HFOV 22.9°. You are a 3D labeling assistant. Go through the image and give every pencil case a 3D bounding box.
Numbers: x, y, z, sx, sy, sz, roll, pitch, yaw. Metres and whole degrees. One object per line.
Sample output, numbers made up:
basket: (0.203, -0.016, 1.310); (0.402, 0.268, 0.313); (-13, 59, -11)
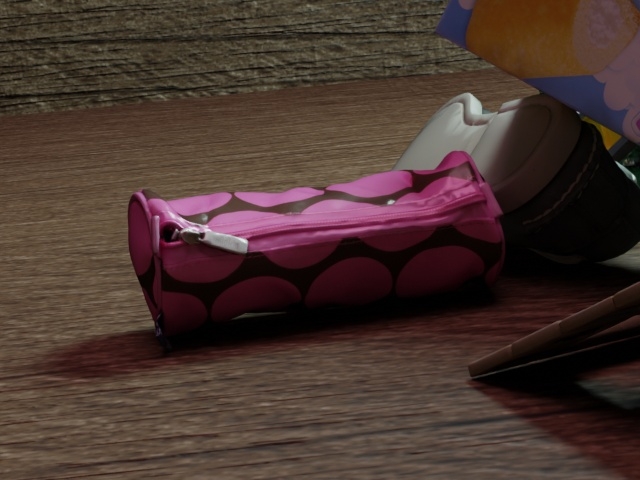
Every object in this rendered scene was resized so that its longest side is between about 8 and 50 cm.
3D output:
pencil case: (0.000, 0.000, 0.879); (0.209, 0.095, 0.098); (-10, -25, -13)

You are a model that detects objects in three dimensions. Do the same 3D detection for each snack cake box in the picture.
snack cake box: (0.214, -0.088, 0.882); (0.264, 0.089, 0.152); (35, 14, 38)

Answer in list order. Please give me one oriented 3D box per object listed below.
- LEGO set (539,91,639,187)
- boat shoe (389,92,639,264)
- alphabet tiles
LEGO set: (0.300, -0.160, 1.141); (0.331, 0.255, 0.192); (4, -20, -13)
boat shoe: (0.120, -0.031, 1.074); (0.099, 0.116, 0.319); (36, -8, -13)
alphabet tiles: (0.210, 0.011, 0.702); (0.237, 0.009, 0.198); (-11, -13, -29)
